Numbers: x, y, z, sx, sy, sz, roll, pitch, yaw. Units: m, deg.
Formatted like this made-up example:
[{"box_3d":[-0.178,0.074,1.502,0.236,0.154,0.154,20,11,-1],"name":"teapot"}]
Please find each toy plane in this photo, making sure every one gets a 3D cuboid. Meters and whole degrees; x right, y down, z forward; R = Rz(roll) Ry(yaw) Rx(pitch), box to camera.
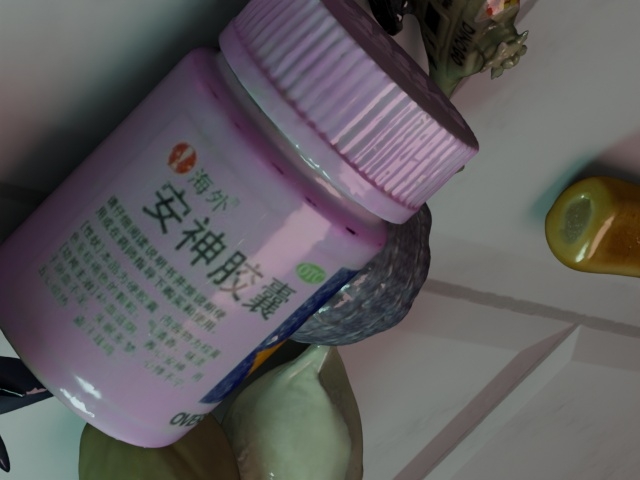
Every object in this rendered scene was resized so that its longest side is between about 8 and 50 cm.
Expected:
[{"box_3d":[0.092,-0.130,1.046,0.092,0.108,0.286,-25,161,-20],"name":"toy plane"}]

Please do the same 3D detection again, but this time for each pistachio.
[{"box_3d":[-0.121,0.221,1.213,0.135,0.226,0.136,-16,-177,1],"name":"pistachio"}]

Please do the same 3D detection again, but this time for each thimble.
[{"box_3d":[0.002,-0.001,1.083,0.150,0.150,0.098,-43,151,13],"name":"thimble"}]

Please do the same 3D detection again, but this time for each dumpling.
[{"box_3d":[-0.021,0.179,1.306,0.126,0.216,0.166,-10,-179,10],"name":"dumpling"}]

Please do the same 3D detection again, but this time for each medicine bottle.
[{"box_3d":[-0.058,-0.021,0.962,0.290,0.178,0.178,-43,149,13],"name":"medicine bottle"}]

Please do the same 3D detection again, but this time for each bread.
[{"box_3d":[0.296,-0.009,1.431,0.239,0.074,0.093,10,112,-52],"name":"bread"}]

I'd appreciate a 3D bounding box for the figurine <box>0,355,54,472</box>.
[{"box_3d":[-0.271,0.126,0.912,0.265,0.197,0.175,29,69,-63],"name":"figurine"}]
